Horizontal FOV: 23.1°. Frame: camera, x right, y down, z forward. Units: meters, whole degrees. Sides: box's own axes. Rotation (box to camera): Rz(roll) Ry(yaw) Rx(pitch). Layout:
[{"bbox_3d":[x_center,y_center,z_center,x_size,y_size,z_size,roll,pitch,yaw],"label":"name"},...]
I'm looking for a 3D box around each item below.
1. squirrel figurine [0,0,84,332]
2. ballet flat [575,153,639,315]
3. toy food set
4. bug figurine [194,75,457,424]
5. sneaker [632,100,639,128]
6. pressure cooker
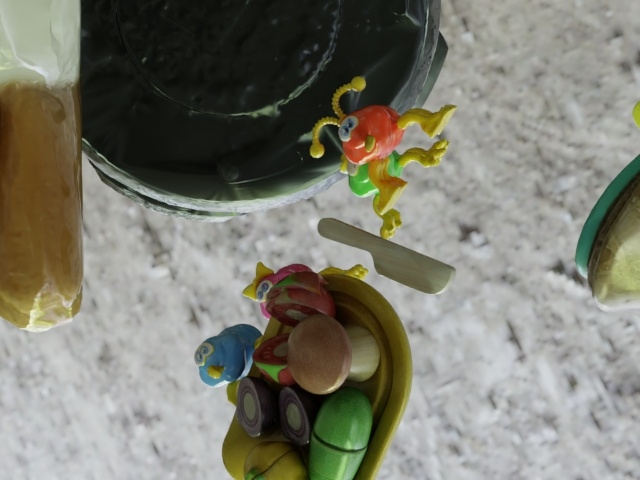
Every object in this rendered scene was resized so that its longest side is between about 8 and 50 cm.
[{"bbox_3d":[-0.304,-0.164,0.757,0.397,0.371,0.281,-104,15,-55],"label":"squirrel figurine"},{"bbox_3d":[0.252,-0.018,0.721,0.124,0.342,0.116,39,124,24],"label":"ballet flat"},{"bbox_3d":[-0.011,0.091,1.042,0.128,0.071,0.217,31,109,34],"label":"toy food set"},{"bbox_3d":[0.000,0.000,1.156,0.072,0.279,0.216,34,-170,8],"label":"bug figurine"},{"bbox_3d":[0.368,-0.157,1.524,0.144,0.059,0.053,-36,88,43],"label":"sneaker"},{"bbox_3d":[-0.076,-0.230,1.466,0.420,0.376,0.369,-102,-11,-77],"label":"pressure cooker"}]
